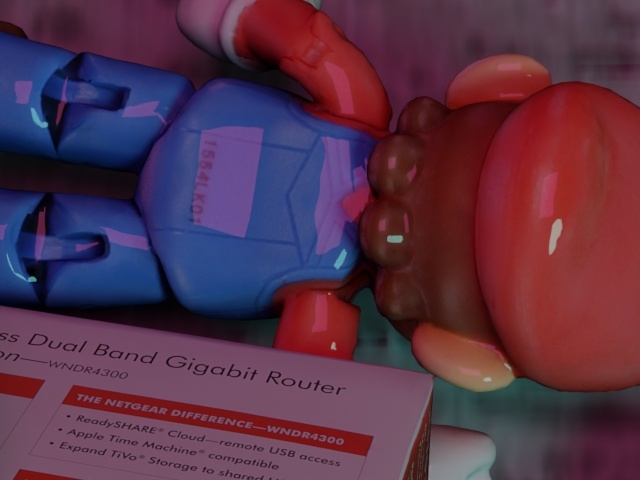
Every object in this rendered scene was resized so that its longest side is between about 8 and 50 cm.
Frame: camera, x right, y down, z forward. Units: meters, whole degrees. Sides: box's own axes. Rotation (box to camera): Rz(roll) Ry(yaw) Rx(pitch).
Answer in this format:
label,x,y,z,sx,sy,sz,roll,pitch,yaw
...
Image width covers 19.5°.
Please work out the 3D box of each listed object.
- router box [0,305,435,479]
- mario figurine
label,x,y,z,sx,sy,sz,roll,pitch,yaw
router box,-0.153,0.129,0.583,0.335,0.082,0.301,9,30,12
mario figurine,0.000,0.000,0.744,0.320,0.198,0.170,9,28,11
